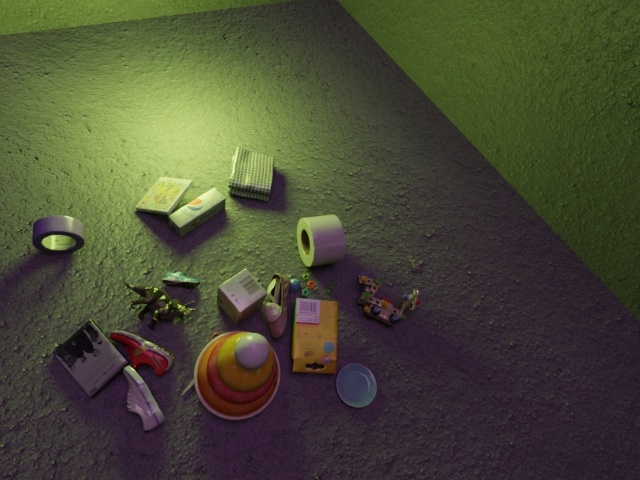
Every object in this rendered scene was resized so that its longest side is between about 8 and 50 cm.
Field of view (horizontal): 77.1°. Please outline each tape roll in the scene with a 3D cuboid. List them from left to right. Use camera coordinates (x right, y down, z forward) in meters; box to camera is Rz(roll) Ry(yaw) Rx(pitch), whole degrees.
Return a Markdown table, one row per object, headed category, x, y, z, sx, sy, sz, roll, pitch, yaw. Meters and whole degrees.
| category | x | y | z | sx | sy | sz | roll | pitch | yaw |
| --- | --- | --- | --- | --- | --- | --- | --- | --- | --- |
| tape roll | -1.111 | -0.023 | 1.710 | 0.189 | 0.189 | 0.080 | -7 | 63 | -20 |
| tape roll | 0.000 | 0.000 | 1.994 | 0.169 | 0.246 | 0.246 | -8 | 62 | -22 |

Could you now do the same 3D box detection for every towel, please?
| category | x | y | z | sx | sy | sz | roll | pitch | yaw |
| --- | --- | --- | --- | --- | --- | --- | --- | --- | --- |
| towel | -0.371 | -0.366 | 2.179 | 0.235 | 0.121 | 0.284 | 8 | 58 | -13 |

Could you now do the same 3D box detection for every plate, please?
| category | x | y | z | sx | sy | sz | roll | pitch | yaw |
| --- | --- | --- | --- | --- | --- | --- | --- | --- | --- |
| plate | 0.157 | 0.643 | 1.781 | 0.188 | 0.024 | 0.188 | 8 | 58 | -13 |

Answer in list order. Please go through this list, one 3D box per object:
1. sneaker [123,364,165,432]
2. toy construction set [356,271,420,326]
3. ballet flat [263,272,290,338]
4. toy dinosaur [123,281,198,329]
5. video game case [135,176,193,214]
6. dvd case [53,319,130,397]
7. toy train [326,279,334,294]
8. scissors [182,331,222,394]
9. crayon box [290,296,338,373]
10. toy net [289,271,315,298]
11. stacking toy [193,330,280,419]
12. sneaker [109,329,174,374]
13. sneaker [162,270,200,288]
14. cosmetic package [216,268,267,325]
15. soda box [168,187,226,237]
| category | x | y | z | sx | sy | sz | roll | pitch | yaw |
| --- | --- | --- | --- | --- | --- | --- | --- | --- | --- |
| sneaker | -0.686 | 0.595 | 1.509 | 0.091 | 0.094 | 0.258 | -30 | 77 | -32 |
| toy construction set | 0.320 | 0.293 | 1.979 | 0.327 | 0.151 | 0.215 | 17 | 55 | 7 |
| ballet flat | -0.209 | 0.287 | 1.833 | 0.106 | 0.107 | 0.316 | 44 | 35 | -40 |
| toy dinosaur | -0.699 | 0.272 | 1.717 | 0.313 | 0.121 | 0.160 | 31 | 44 | 9 |
| video game case | -0.767 | -0.224 | 1.978 | 0.206 | 0.026 | 0.227 | 8 | 53 | 22 |
| dvd case | -0.884 | 0.453 | 1.552 | 0.238 | 0.029 | 0.179 | 43 | 76 | 11 |
| toy train | 0.050 | 0.232 | 2.004 | 0.023 | 0.017 | 0.083 | 17 | 56 | 7 |
| scissors | -0.457 | 0.517 | 1.676 | 0.109 | 0.021 | 0.297 | 25 | 54 | -3 |
| crayon box | -0.029 | 0.427 | 1.799 | 0.202 | 0.081 | 0.319 | 8 | 70 | -13 |
| toy net | -0.066 | 0.272 | 1.931 | 0.122 | 0.045 | 0.232 | -18 | 68 | -27 |
| stacking toy | -0.277 | 0.459 | 1.479 | 0.350 | 0.480 | 0.351 | 8 | 62 | -16 |
| sneaker | -0.727 | 0.446 | 1.596 | 0.279 | 0.107 | 0.118 | 25 | 70 | 4 |
| sneaker | -0.624 | 0.168 | 1.815 | 0.162 | 0.063 | 0.073 | 11 | 54 | -10 |
| cosmetic package | -0.350 | 0.252 | 1.771 | 0.151 | 0.184 | 0.151 | -35 | 74 | -31 |
| soda box | -0.606 | -0.141 | 1.987 | 0.091 | 0.098 | 0.286 | 43 | 58 | 11 |
